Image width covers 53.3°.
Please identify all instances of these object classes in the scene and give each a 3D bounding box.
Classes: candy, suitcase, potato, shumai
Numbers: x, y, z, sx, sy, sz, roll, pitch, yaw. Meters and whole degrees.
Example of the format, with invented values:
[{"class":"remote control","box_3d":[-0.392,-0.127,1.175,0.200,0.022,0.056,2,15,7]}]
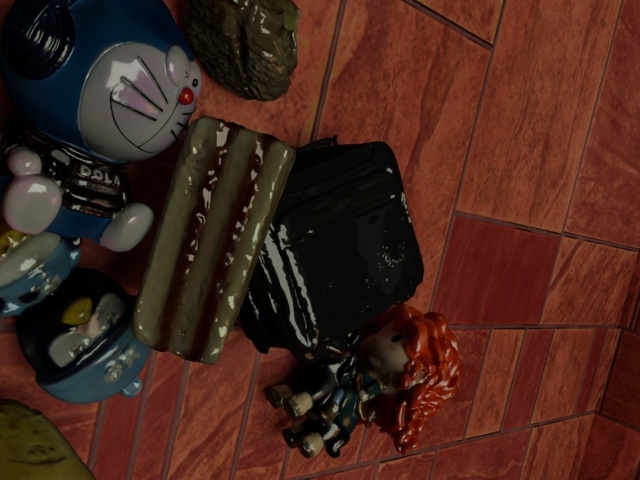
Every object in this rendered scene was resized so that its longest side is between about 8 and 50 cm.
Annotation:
[{"class":"candy","box_3d":[-0.144,-0.005,0.872,0.135,0.179,0.320,21,101,-2]},{"class":"suitcase","box_3d":[0.000,0.000,1.121,0.345,0.188,0.339,-26,106,-33]},{"class":"potato","box_3d":[-0.426,0.326,0.834,0.246,0.196,0.299,-19,148,-16]},{"class":"shumai","box_3d":[-0.096,-0.328,0.960,0.175,0.166,0.206,-60,159,-23]}]

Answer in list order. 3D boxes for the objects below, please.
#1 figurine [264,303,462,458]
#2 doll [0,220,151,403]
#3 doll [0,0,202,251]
[{"class":"figurine","box_3d":[0.089,0.280,1.294,0.412,0.241,0.306,6,75,-26]},{"class":"doll","box_3d":[-0.338,0.108,0.872,0.177,0.141,0.314,-47,126,-28]},{"class":"doll","box_3d":[-0.279,-0.168,0.781,0.310,0.240,0.284,-62,161,6]}]
